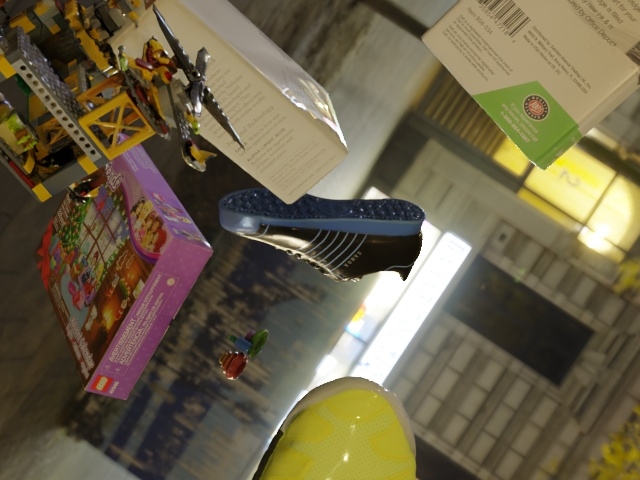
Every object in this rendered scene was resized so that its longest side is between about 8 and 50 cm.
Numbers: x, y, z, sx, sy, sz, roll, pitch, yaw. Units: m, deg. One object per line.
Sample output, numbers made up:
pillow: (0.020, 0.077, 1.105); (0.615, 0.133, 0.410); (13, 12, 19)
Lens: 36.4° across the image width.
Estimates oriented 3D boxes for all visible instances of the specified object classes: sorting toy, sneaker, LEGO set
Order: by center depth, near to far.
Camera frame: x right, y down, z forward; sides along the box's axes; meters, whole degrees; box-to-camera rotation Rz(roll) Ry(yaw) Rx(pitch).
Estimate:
LEGO set: (-0.171, -0.197, 0.613); (0.192, 0.331, 0.255); (-29, -148, 5)
sneaker: (-0.016, 0.287, 0.711); (0.147, 0.145, 0.385); (122, -12, -81)
sneaker: (0.000, 0.000, 1.082); (0.081, 0.232, 0.091); (-95, -169, -62)
sorting toy: (-0.130, 0.175, 1.577); (0.102, 0.042, 0.061); (-50, 160, -28)

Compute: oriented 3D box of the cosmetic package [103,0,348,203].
cosmetic package: (-0.084, -0.146, 0.876); (0.085, 0.231, 0.117); (-40, -146, 19)

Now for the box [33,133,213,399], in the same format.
box: (-0.242, 0.015, 1.135); (0.201, 0.057, 0.293); (-58, -142, 13)

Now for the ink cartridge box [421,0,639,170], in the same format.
ink cartridge box: (0.283, -0.242, 1.085); (0.273, 0.198, 0.114); (-42, 168, 13)
